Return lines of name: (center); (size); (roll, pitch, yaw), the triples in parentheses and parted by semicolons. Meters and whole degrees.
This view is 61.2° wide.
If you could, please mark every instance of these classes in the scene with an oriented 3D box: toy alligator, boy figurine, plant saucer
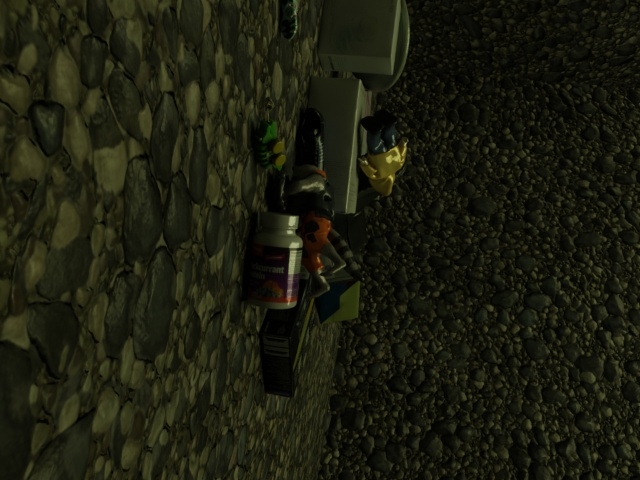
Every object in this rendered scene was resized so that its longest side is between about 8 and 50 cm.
toy alligator: (-0.109, -0.197, 1.064); (0.051, 0.056, 0.189); (-35, 150, -19)
boy figurine: (0.196, -0.260, 1.670); (0.092, 0.177, 0.285); (49, -17, 37)
plant saucer: (0.155, -0.715, 1.871); (0.400, 0.100, 0.400); (42, -41, 52)

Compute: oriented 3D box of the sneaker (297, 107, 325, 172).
sneaker: (-0.029, -0.247, 1.480); (0.090, 0.081, 0.232); (33, 57, -78)

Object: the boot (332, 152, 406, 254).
boot: (0.148, -0.103, 2.003); (0.146, 0.367, 0.445); (57, -9, 29)

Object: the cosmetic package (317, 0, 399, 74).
cosmetic package: (0.122, -0.642, 1.649); (0.138, 0.225, 0.224); (39, 58, -80)

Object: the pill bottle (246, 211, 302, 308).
pill bottle: (-0.094, 0.040, 1.141); (0.108, 0.108, 0.193); (-25, 121, -80)

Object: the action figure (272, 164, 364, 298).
action figure: (-0.013, -0.032, 1.326); (0.341, 0.178, 0.330); (87, -7, -70)

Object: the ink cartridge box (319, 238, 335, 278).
ink cartridge box: (0.000, 0.000, 1.547); (0.097, 0.046, 0.207); (-93, 170, -56)

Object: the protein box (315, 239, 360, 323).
protein box: (0.045, 0.141, 1.868); (0.201, 0.136, 0.200); (-106, -169, -48)

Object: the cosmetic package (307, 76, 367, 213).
cosmetic package: (0.041, -0.279, 1.639); (0.217, 0.156, 0.385); (-18, 116, -79)

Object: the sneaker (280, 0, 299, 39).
sneaker: (-0.062, -0.488, 1.168); (0.069, 0.038, 0.098); (-65, 160, -63)

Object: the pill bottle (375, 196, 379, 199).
pill bottle: (0.161, -0.195, 2.094); (0.078, 0.137, 0.078); (6, 90, -82)

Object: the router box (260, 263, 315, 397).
router box: (-0.080, 0.229, 1.484); (0.309, 0.081, 0.243); (-73, 166, -51)

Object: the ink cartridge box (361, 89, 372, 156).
ink cartridge box: (0.135, -0.393, 2.011); (0.330, 0.071, 0.324); (-60, 155, -71)
